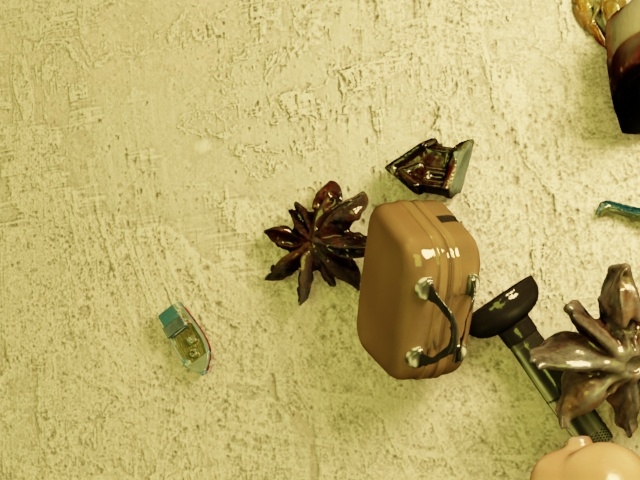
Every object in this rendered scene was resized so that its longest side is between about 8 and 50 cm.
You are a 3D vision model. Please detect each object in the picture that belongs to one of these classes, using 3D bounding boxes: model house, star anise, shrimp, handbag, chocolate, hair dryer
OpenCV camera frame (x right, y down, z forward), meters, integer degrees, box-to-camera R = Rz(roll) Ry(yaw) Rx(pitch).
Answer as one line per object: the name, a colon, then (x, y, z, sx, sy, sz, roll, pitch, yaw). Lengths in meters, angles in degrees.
model house: (0.196, -0.141, 1.730, 0.152, 0.165, 0.106, 8, 102, 21)
star anise: (0.000, 0.005, 1.785, 0.283, 0.129, 0.212, -42, 66, 18)
shrimp: (0.527, -0.411, 1.707, 0.101, 0.042, 0.190, -22, 76, 36)
handbag: (0.178, 0.104, 1.592, 0.149, 0.283, 0.302, -2, 116, -19)
chocolate: (0.604, -0.328, 1.564, 0.283, 0.283, 0.186, -22, 61, 14)
star anise: (0.488, 0.200, 1.518, 0.316, 0.139, 0.359, -2, 106, -2)
hair dryer: (0.458, 0.170, 1.640, 0.284, 0.156, 0.320, -43, 84, -12)

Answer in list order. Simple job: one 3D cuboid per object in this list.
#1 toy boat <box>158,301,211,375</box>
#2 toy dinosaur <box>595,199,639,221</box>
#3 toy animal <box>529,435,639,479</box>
toy boat: (-0.274, 0.202, 1.878, 0.069, 0.059, 0.173, -36, 73, 11)
toy dinosaur: (0.669, -0.039, 1.587, 0.363, 0.076, 0.147, -14, 72, 20)
toy animal: (0.444, 0.481, 1.485, 0.237, 0.269, 0.326, 0, 68, -20)
